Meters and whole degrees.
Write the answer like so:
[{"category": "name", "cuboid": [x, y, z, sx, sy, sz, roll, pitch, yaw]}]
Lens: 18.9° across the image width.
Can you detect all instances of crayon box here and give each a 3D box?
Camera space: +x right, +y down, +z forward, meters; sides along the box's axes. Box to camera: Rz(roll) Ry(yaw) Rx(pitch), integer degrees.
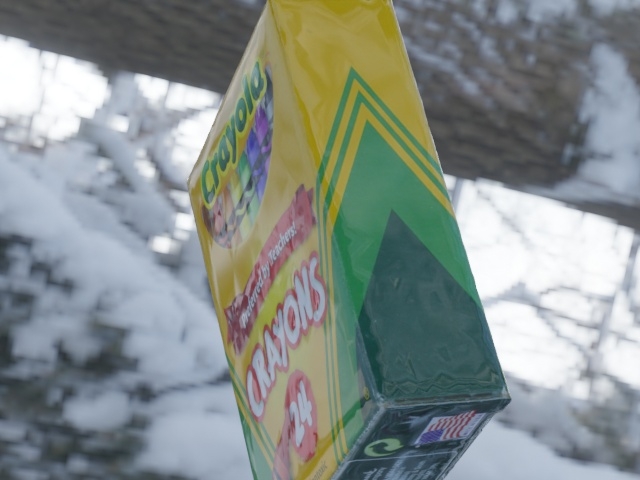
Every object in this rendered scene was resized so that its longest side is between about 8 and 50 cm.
[{"category": "crayon box", "cuboid": [0.000, 0.000, 1.128, 0.202, 0.081, 0.318, 118, -36, -53]}]
